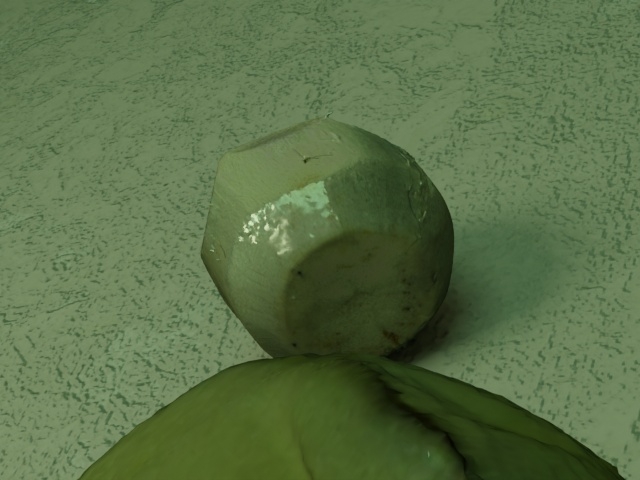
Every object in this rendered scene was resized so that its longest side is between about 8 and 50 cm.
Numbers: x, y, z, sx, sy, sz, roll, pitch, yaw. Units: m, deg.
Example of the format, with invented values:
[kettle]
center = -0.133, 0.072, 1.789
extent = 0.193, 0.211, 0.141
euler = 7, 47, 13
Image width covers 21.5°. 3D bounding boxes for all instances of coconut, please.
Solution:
[coconut]
center = 0.003, -0.002, 1.104
extent = 0.161, 0.161, 0.162
euler = -26, 36, -3

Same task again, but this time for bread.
[bread]
center = 0.014, 0.197, 0.663
extent = 0.320, 0.237, 0.320
euler = -32, 28, 20
